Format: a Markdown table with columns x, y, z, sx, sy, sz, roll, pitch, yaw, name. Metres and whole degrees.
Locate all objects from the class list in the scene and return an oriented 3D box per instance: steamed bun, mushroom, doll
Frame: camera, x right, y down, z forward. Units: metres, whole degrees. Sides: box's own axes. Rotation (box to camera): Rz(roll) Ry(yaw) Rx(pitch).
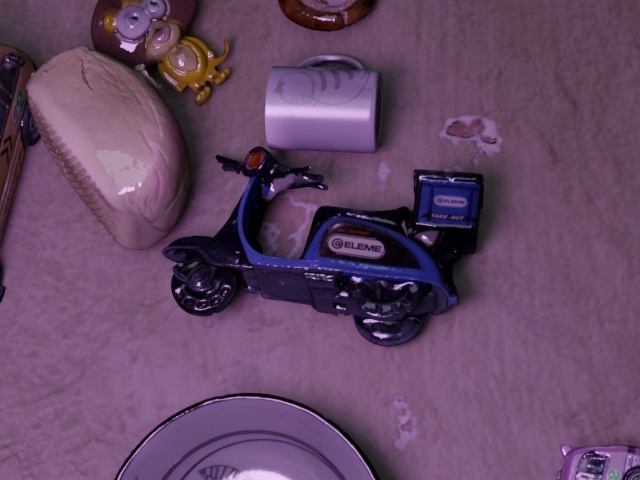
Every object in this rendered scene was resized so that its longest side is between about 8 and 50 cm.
| x | y | z | sx | sy | sz | roll | pitch | yaw | name |
| --- | --- | --- | --- | --- | --- | --- | --- | --- | --- |
| -0.231 | -0.119 | 1.785 | 0.153 | 0.170 | 0.238 | -35 | 65 | -14 | steamed bun |
| 0.007 | -0.306 | 1.869 | 0.123 | 0.052 | 0.123 | 0 | 74 | 0 | mushroom |
| -0.190 | -0.258 | 1.862 | 0.188 | 0.096 | 0.145 | 21 | 85 | 3 | doll |

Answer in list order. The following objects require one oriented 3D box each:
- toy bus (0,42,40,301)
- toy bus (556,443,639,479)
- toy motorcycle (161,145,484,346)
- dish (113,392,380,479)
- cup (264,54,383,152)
| x | y | z | sx | sy | sz | roll | pitch | yaw | name |
| --- | --- | --- | --- | --- | --- | --- | --- | --- | --- |
| -0.454 | -0.075 | 1.783 | 0.177 | 0.202 | 0.365 | 8 | 74 | 11 | toy bus |
| 0.294 | 0.314 | 1.626 | 0.108 | 0.096 | 0.198 | 10 | 78 | 15 | toy bus |
| 0.000 | 0.000 | 1.749 | 0.359 | 0.125 | 0.212 | 6 | 66 | 7 | toy motorcycle |
| -0.075 | 0.328 | 1.665 | 0.317 | 0.106 | 0.316 | -1 | 73 | 4 | dish |
| 0.006 | -0.171 | 1.804 | 0.133 | 0.099 | 0.136 | 3 | 75 | 9 | cup |
